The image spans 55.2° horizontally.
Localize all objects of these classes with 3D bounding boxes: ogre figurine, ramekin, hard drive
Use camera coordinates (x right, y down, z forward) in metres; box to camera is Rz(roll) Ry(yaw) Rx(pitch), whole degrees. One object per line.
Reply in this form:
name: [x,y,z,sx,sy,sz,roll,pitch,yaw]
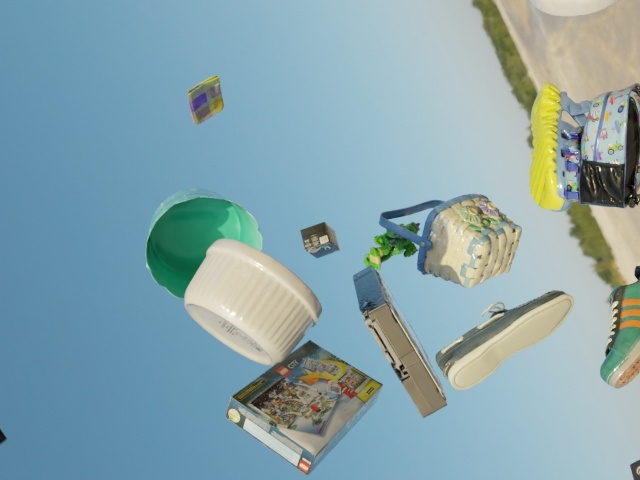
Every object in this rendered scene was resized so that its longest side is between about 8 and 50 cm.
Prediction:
ogre figurine: [0.192,0.006,1.604,0.097,0.118,0.197,49,147,35]
ramekin: [-0.111,0.102,0.946,0.207,0.207,0.109,50,-119,-32]
hard drive: [0.158,0.193,1.284,0.236,0.064,0.339,59,-174,-7]

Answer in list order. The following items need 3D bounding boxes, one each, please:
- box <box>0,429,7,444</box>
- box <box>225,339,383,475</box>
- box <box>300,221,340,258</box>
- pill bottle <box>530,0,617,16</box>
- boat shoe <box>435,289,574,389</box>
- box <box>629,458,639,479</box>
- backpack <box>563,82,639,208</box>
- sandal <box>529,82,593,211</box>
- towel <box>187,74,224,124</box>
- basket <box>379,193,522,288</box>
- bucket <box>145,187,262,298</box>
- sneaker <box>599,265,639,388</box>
box: [-0.601,0.300,0.917,0.147,0.077,0.180,54,-151,3]
box: [-0.019,0.261,1.002,0.159,0.044,0.233,28,-153,22]
box: [0.000,0.000,1.376,0.083,0.062,0.052,38,-145,-68]
pill bottle: [0.272,-0.408,0.647,0.323,0.182,0.181,59,-161,-52]
boat shoe: [0.316,0.159,1.061,0.095,0.254,0.079,48,-174,-38]
box: [0.632,0.478,0.866,0.296,0.183,0.294,37,-147,-12]
backpack: [0.452,-0.153,0.959,0.158,0.117,0.173,-37,-55,-45]
sandal: [0.492,-0.188,1.212,0.126,0.138,0.317,91,-167,-58]
towel: [-0.179,-0.221,0.968,0.009,0.060,0.083,48,160,18]
basket: [0.322,-0.021,1.499,0.255,0.289,0.201,-18,-57,-41]
bucket: [-0.295,0.004,1.516,0.281,0.281,0.183,55,174,-22]
sneaker: [0.635,0.170,1.256,0.302,0.121,0.108,-42,-40,-24]
